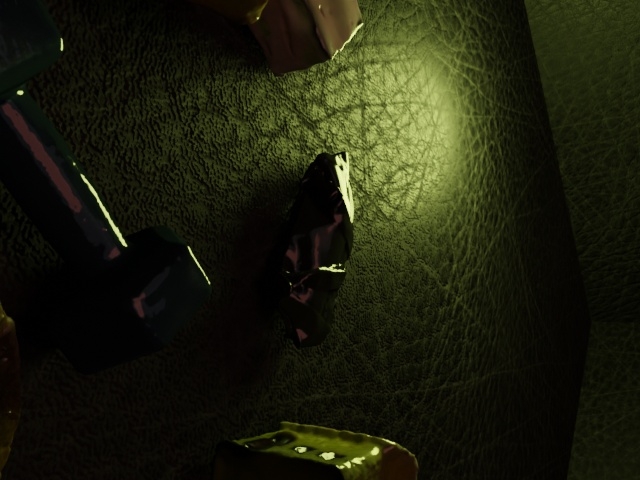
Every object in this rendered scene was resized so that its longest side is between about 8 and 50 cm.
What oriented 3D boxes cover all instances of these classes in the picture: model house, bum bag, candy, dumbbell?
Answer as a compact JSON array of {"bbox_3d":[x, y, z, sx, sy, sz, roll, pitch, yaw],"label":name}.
[{"bbox_3d":[0.005,0.334,0.731,0.234,0.193,0.175,14,75,-56],"label":"model house"},{"bbox_3d":[0.000,0.000,0.851,0.142,0.079,0.326,42,54,-49],"label":"bum bag"},{"bbox_3d":[-0.049,-0.381,0.784,0.265,0.115,0.155,58,43,-33],"label":"candy"},{"bbox_3d":[-0.226,-0.045,0.475,0.144,0.160,0.325,-90,158,-61],"label":"dumbbell"}]

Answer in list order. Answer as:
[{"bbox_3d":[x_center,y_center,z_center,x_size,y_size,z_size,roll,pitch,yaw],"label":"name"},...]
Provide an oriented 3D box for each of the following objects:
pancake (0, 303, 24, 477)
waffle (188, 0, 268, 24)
[{"bbox_3d":[-0.310,0.170,0.304,0.356,0.065,0.356,15,90,-73],"label":"pancake"},{"bbox_3d":[-0.155,-0.427,0.565,0.304,0.077,0.348,16,74,-26],"label":"waffle"}]
